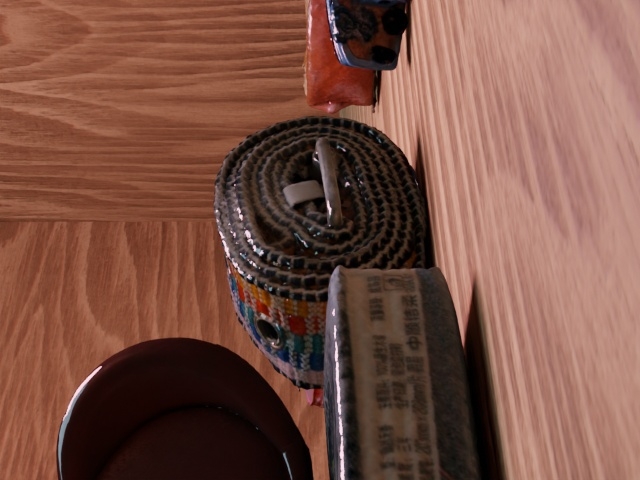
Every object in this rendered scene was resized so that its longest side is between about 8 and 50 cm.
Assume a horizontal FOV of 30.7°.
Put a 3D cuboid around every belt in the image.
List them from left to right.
[{"bbox_3d":[0.000,0.000,1.154,0.295,0.207,0.160,-93,1,-48],"label":"belt"}]

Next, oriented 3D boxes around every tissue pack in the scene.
[{"bbox_3d":[0.056,0.201,0.794,0.315,0.103,0.228,-92,2,-47],"label":"tissue pack"}]

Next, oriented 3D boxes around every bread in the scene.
[{"bbox_3d":[0.033,-0.317,1.818,0.190,0.123,0.244,-98,7,-74],"label":"bread"}]

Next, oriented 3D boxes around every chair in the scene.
[{"bbox_3d":[-0.068,0.276,1.006,0.401,0.227,0.226,60,-157,-47],"label":"chair"}]

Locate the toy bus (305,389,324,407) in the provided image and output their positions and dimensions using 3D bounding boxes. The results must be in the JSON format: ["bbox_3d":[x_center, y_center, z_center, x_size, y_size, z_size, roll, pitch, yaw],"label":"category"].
[{"bbox_3d":[0.037,0.108,1.445,0.302,0.128,0.147,97,169,-69],"label":"toy bus"}]

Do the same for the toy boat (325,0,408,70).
[{"bbox_3d":[0.056,-0.301,1.315,0.097,0.100,0.223,166,106,-64],"label":"toy boat"}]
